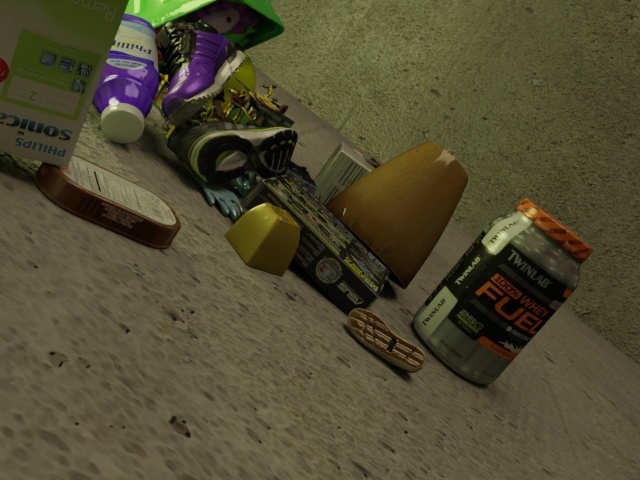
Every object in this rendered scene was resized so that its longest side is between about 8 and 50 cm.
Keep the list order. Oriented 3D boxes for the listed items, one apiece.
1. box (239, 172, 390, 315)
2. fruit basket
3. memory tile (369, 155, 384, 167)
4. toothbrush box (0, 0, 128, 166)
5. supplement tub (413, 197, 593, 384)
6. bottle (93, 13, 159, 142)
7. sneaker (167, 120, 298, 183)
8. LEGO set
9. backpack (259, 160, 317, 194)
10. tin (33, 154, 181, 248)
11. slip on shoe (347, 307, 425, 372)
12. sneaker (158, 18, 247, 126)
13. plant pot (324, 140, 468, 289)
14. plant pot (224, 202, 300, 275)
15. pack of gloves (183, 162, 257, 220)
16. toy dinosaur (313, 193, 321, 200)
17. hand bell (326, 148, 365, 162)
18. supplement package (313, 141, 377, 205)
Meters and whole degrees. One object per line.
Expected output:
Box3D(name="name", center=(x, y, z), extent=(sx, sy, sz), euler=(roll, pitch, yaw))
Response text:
Box3D(name="box", center=(0.000, 0.000, 1.238), extent=(0.270, 0.060, 0.216), euler=(45, 14, 1))
Box3D(name="fruit basket", center=(-0.277, -0.450, 1.680), extent=(0.392, 0.392, 0.283), euler=(43, 15, 23))
Box3D(name="memory tile", center=(0.184, -0.160, 1.758), extent=(0.113, 0.012, 0.148), euler=(30, 14, -28))
Box3D(name="toothbrush box", center=(-0.335, -0.248, 0.753), extent=(0.206, 0.283, 0.122), euler=(14, 25, -36))
Box3D(name="supplement tub", center=(0.334, 0.090, 1.294), extent=(0.193, 0.316, 0.193), euler=(34, 14, -10))
Box3D(name="bottle", center=(-0.336, -0.280, 1.203), extent=(0.118, 0.092, 0.283), euler=(4, 46, -17))
Box3D(name="sneaker", center=(-0.151, -0.177, 1.298), extent=(0.121, 0.111, 0.299), euler=(31, 20, 27))
Box3D(name="LEGO set", center=(-0.199, -0.282, 1.460), extent=(0.254, 0.192, 0.331), euler=(30, 15, -25))
Box3D(name="backpack", center=(-0.066, -0.121, 1.488), extent=(0.105, 0.084, 0.114), euler=(27, 12, -34))
Box3D(name="tin", center=(-0.260, -0.051, 0.880), extent=(0.189, 0.040, 0.106), euler=(27, 13, -36))
Box3D(name="slip on shoe", center=(0.097, 0.156, 1.080), extent=(0.135, 0.051, 0.041), euler=(31, -27, 9))
Box3D(name="sneaker", center=(-0.241, -0.314, 1.258), extent=(0.146, 0.102, 0.293), euler=(47, 29, -17))
Box3D(name="plant pot", center=(0.174, -0.071, 1.438), extent=(0.237, 0.254, 0.237), euler=(45, -3, 3))
Box3D(name="plant pot", center=(-0.080, -0.009, 1.083), extent=(0.081, 0.083, 0.081), euler=(21, 20, -48))
Box3D(name="pack of gloves", center=(-0.145, -0.092, 1.282), extent=(0.195, 0.046, 0.232), euler=(26, 17, -42))
Box3D(name="toy dinosaur", center=(-0.013, -0.086, 1.610), extent=(0.082, 0.047, 0.090), euler=(56, 4, 2))
Box3D(name="hand bell", center=(0.055, -0.165, 1.950), extent=(0.126, 0.126, 0.242), euler=(36, 25, -4))
Box3D(name="supplement package", center=(0.092, -0.118, 1.735), extent=(0.203, 0.149, 0.194), euler=(35, 13, -8))
